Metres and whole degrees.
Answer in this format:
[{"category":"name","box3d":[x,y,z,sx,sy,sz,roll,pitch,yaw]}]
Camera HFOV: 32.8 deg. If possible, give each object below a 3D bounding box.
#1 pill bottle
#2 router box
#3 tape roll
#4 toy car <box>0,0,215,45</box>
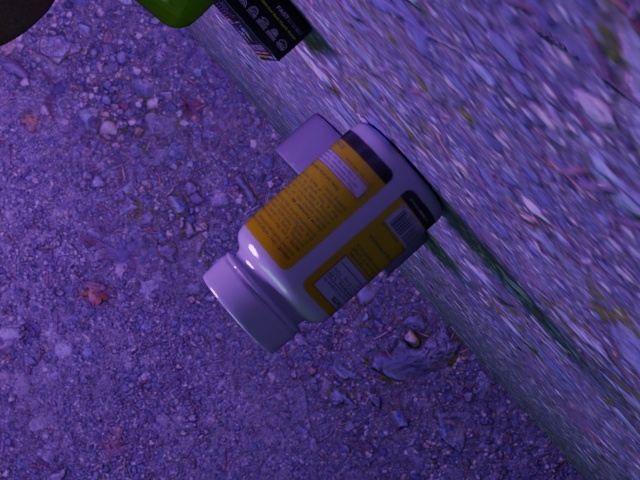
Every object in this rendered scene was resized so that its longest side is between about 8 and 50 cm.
[{"category":"pill bottle","box3d":[0.000,0.000,1.008,0.119,0.208,0.119,49,180,0]},{"category":"router box","box3d":[-0.058,-0.192,0.886,0.092,0.038,0.122,49,180,-14]},{"category":"tape roll","box3d":[0.039,-0.058,1.393,0.219,0.072,0.219,49,179,1]},{"category":"toy car","box3d":[-0.121,-0.122,0.378,0.155,0.188,0.149,38,-138,-20]}]
